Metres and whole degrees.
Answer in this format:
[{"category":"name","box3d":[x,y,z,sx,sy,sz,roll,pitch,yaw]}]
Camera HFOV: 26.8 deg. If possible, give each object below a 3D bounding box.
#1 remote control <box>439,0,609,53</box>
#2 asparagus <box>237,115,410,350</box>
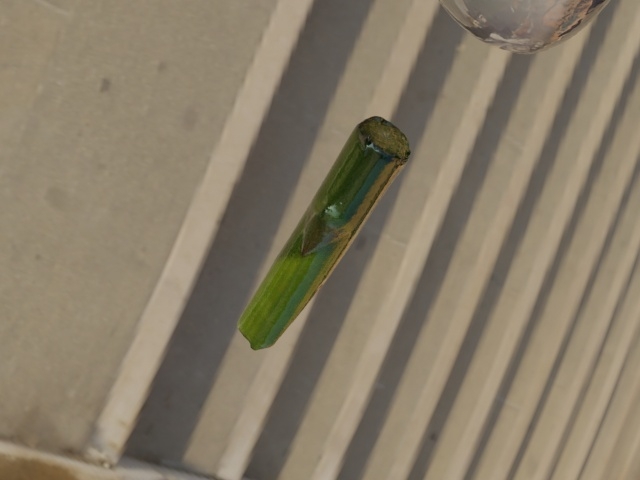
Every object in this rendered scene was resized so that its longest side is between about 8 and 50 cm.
[{"category":"remote control","box3d":[0.082,-0.204,0.447,0.103,0.332,0.221,1,66,-8]},{"category":"asparagus","box3d":[0.000,0.000,0.876,0.041,0.045,0.178,28,118,-10]}]
